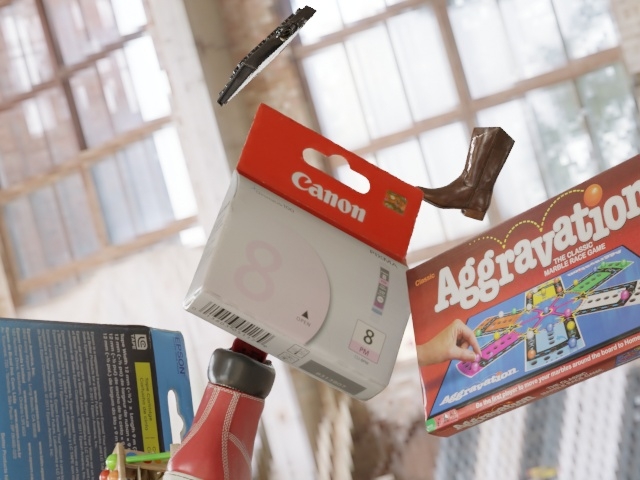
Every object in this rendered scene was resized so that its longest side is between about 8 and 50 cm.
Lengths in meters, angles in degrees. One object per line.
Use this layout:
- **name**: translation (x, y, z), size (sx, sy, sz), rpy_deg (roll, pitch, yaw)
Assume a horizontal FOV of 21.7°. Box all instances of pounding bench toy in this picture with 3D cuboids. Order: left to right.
- **pounding bench toy**: translation (-0.179, 0.229, 1.657), size (0.065, 0.052, 0.083), rpy_deg (13, -55, -21)

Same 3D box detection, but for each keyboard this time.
- **keyboard**: translation (-0.059, -0.230, 1.981), size (0.108, 0.023, 0.180), rpy_deg (-44, 5, 38)

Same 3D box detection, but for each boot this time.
- **boot**: translation (-0.084, 0.188, 1.604), size (0.088, 0.176, 0.244), rpy_deg (17, -16, 7)
- **boot**: translation (0.167, -0.090, 1.970), size (0.106, 0.114, 0.037), rpy_deg (16, 11, -22)

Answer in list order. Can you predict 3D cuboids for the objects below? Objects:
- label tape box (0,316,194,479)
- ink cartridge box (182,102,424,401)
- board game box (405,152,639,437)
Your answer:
- **label tape box**: translation (-0.300, 0.227, 1.999), size (0.115, 0.249, 0.348), rpy_deg (-15, -13, 34)
- **ink cartridge box**: translation (0.000, 0.000, 1.476), size (0.189, 0.232, 0.066), rpy_deg (28, -28, -16)
- **board game box**: translation (0.181, 0.040, 1.279), size (0.027, 0.145, 0.281), rpy_deg (19, -35, -40)
